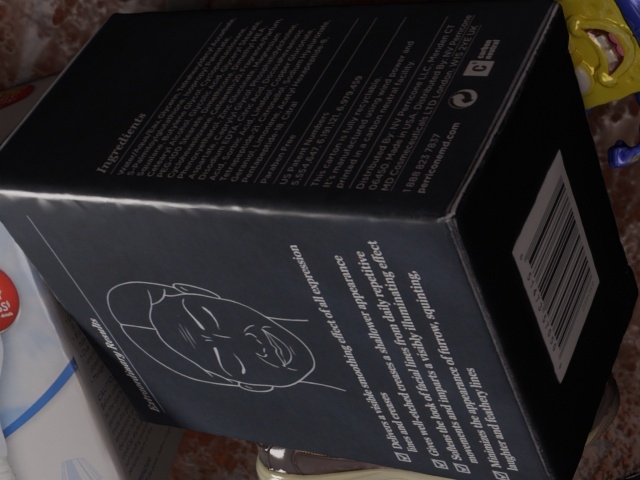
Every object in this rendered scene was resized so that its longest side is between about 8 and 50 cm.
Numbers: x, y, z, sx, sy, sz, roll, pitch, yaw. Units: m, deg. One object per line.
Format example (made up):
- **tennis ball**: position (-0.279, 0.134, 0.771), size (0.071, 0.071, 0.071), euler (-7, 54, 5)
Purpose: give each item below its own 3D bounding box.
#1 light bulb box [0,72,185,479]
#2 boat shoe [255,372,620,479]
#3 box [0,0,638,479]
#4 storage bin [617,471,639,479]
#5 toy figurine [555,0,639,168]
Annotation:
- **light bulb box**: position (-0.351, 0.087, 1.122), size (0.358, 0.225, 0.361), euler (-14, 112, 12)
- **boat shoe**: position (0.098, 0.156, 1.160), size (0.356, 0.132, 0.130), euler (-13, 112, 10)
- **box**: position (0.000, 0.000, 0.938), size (0.396, 0.212, 0.293), euler (5, 139, 31)
- **storage bin**: position (0.375, 0.272, 1.187), size (0.180, 0.122, 0.084), euler (-22, 110, 14)
- **toy figurine**: position (0.241, -0.149, 0.903), size (0.217, 0.191, 0.362), euler (-10, 125, 46)
